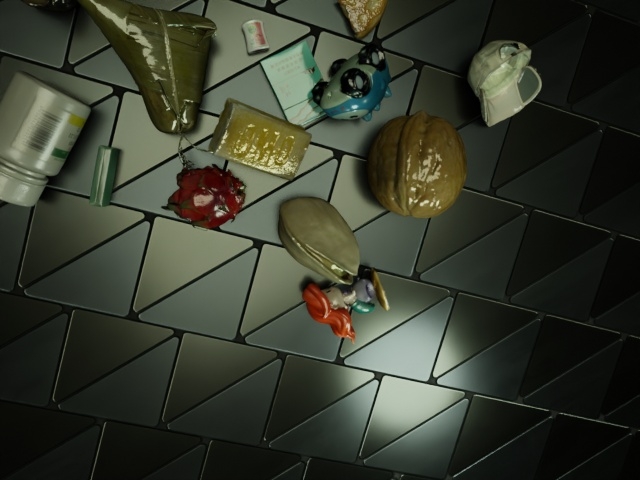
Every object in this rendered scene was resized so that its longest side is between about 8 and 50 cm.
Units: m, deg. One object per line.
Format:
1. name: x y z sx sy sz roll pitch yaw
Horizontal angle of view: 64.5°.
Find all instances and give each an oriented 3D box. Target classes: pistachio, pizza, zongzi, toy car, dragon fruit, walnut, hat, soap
1. pistachio: 0.000 0.000 1.592 0.208 0.226 0.331 -43 87 22
2. pizza: 0.123 -0.733 1.593 0.162 0.062 0.181 16 100 -17
3. zongzi: -0.510 -0.450 1.444 0.419 0.181 0.446 4 99 -33
4. toy car: 0.115 -0.461 1.553 0.190 0.189 0.255 49 58 -28
5. dragon fruit: -0.357 -0.131 1.550 0.274 0.193 0.192 -14 130 -5
6. walnut: 0.297 -0.235 1.574 0.333 0.333 0.332 -1 98 -8
7. hat: 0.579 -0.510 1.648 0.232 0.161 0.275 -26 124 -5
8. soap: -0.180 -0.298 1.533 0.274 0.089 0.173 14 110 -34

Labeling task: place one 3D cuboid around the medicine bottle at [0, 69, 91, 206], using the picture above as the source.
1. medicine bottle: -0.828 -0.283 1.443 0.208 0.208 0.339 28 94 -11

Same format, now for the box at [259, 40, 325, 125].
1. box: -0.069 -0.489 1.604 0.162 0.041 0.229 -26 101 -4

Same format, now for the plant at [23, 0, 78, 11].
1. plant: -0.769 -0.727 1.383 0.178 0.234 0.203 5 103 -3

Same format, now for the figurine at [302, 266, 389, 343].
1. figurine: 0.086 0.213 1.663 0.257 0.180 0.208 -18 129 2

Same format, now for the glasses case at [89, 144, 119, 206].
1. glasses case: -0.658 -0.195 1.544 0.040 0.078 0.184 12 96 -6

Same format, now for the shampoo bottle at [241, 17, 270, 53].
1. shampoo bottle: -0.202 -0.636 1.564 0.072 0.043 0.099 -14 100 -6
